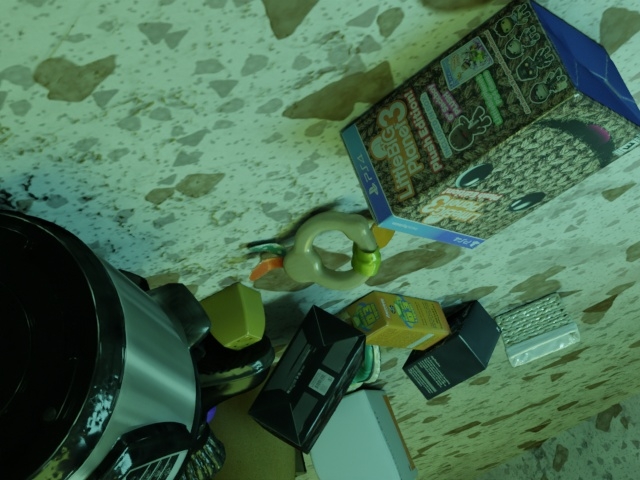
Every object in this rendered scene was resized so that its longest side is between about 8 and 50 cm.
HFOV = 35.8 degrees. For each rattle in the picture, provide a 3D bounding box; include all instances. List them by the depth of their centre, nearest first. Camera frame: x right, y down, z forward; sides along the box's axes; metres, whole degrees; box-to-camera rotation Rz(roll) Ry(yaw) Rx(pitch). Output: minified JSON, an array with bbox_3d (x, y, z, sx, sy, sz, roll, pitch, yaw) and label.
[{"bbox_3d":[0.000,0.000,1.490,0.200,0.142,0.130,-15,128,27],"label":"rattle"}]

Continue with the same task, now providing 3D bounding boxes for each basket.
[{"bbox_3d":[0.481,0.199,2.210,0.167,0.103,0.113,-24,156,8],"label":"basket"}]

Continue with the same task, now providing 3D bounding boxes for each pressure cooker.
[{"bbox_3d":[-0.341,0.187,1.219,0.370,0.375,0.420,2,160,12],"label":"pressure cooker"}]

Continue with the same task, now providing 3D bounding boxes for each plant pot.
[{"bbox_3d":[-0.135,0.129,1.594,0.082,0.083,0.081,-28,155,16],"label":"plant pot"},{"bbox_3d":[-0.144,0.416,2.002,0.237,0.254,0.237,-17,156,-8],"label":"plant pot"}]

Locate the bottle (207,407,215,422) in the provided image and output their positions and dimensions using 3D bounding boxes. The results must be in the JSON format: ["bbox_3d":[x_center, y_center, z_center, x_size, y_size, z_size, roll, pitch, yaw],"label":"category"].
[{"bbox_3d":[-0.339,0.318,1.834,0.283,0.092,0.118,-2,151,-35],"label":"bottle"}]

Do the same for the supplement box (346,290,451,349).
[{"bbox_3d":[0.152,0.155,1.888,0.080,0.078,0.233,-35,153,30],"label":"supplement box"}]

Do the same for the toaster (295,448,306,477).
[{"bbox_3d":[-0.126,0.460,2.229,0.110,0.185,0.168,4,155,-38],"label":"toaster"}]

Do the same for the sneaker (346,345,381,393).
[{"bbox_3d":[0.044,0.247,1.981,0.110,0.107,0.275,1,150,-23],"label":"sneaker"}]

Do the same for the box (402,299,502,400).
[{"bbox_3d":[0.271,0.224,2.029,0.158,0.093,0.156,-35,-173,32],"label":"box"}]

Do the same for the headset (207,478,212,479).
[{"bbox_3d":[-0.376,0.569,2.158,0.394,0.185,0.243,-23,-172,-26],"label":"headset"}]

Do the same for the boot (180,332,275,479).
[{"bbox_3d":[-0.205,0.301,1.702,0.348,0.131,0.260,-15,119,15],"label":"boot"}]

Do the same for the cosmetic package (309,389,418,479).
[{"bbox_3d":[0.094,0.466,2.230,0.162,0.230,0.453,-23,169,6],"label":"cosmetic package"}]

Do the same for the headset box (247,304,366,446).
[{"bbox_3d":[-0.017,0.257,1.762,0.218,0.110,0.293,-58,170,-11],"label":"headset box"}]

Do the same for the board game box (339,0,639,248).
[{"bbox_3d":[0.218,-0.131,1.234,0.291,0.141,0.232,-35,152,30],"label":"board game box"}]
